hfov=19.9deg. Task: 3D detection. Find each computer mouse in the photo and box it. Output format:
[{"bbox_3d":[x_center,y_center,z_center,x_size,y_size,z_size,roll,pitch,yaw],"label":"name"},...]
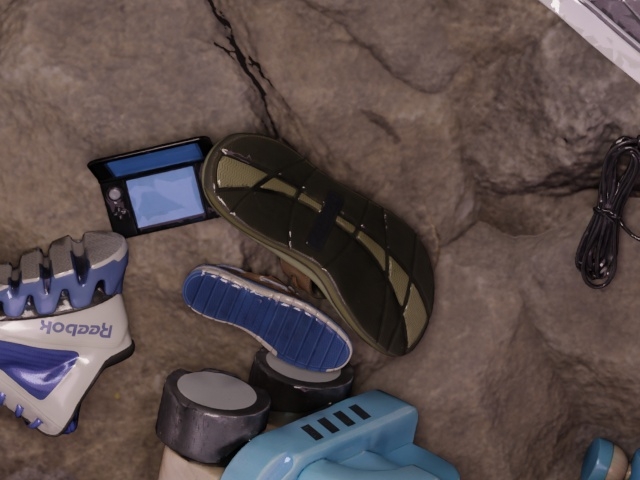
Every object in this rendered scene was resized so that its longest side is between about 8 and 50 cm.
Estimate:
[{"bbox_3d":[0.399,-0.028,1.854,0.262,0.060,0.184,8,115,5],"label":"computer mouse"}]

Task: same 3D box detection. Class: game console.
[{"bbox_3d":[-0.158,-0.052,1.795,0.122,0.071,0.107,-12,111,1],"label":"game console"}]

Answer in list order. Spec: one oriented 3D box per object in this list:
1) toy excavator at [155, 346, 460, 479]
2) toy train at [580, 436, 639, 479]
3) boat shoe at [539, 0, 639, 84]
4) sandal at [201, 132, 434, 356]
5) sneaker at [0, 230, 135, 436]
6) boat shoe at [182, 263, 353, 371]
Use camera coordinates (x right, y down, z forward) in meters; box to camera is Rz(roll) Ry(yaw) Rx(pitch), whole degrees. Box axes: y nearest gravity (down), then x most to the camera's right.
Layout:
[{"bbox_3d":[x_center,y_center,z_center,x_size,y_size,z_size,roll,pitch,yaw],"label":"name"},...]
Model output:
[{"bbox_3d":[0.096,0.285,1.810,0.445,0.433,0.222,26,113,30],"label":"toy excavator"},{"bbox_3d":[0.324,0.335,1.970,0.143,0.105,0.248,19,109,0],"label":"toy train"},{"bbox_3d":[0.340,-0.197,1.762,0.301,0.108,0.102,37,106,-9],"label":"boat shoe"},{"bbox_3d":[0.000,-0.002,1.819,0.303,0.086,0.120,41,68,-20],"label":"sandal"},{"bbox_3d":[-0.323,0.121,1.820,0.315,0.127,0.182,-15,109,0],"label":"sneaker"},{"bbox_3d":[-0.047,0.068,1.839,0.183,0.066,0.066,29,112,-1],"label":"boat shoe"}]
